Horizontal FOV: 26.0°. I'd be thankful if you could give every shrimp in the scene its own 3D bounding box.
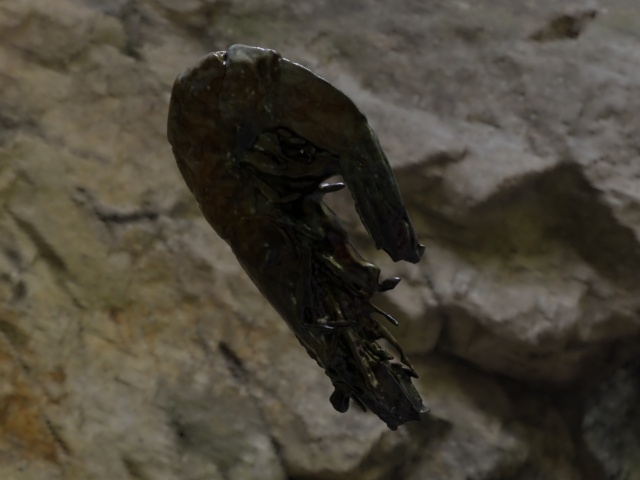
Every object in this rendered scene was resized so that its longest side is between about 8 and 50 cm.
[{"bbox_3d":[0.000,0.000,0.513,0.091,0.161,0.034,-27,7,46],"label":"shrimp"}]
